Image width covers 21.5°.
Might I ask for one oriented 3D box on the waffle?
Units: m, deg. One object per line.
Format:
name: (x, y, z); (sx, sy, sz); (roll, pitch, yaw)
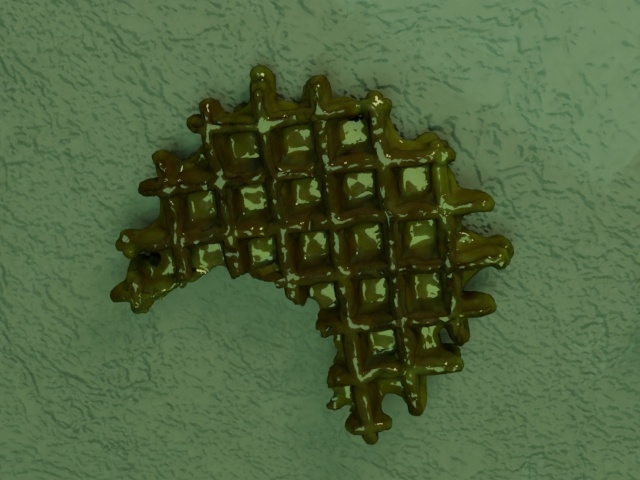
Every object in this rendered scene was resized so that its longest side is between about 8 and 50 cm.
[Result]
waffle: (0.000, 0.000, 1.315); (0.293, 0.069, 0.260); (31, 110, -4)
